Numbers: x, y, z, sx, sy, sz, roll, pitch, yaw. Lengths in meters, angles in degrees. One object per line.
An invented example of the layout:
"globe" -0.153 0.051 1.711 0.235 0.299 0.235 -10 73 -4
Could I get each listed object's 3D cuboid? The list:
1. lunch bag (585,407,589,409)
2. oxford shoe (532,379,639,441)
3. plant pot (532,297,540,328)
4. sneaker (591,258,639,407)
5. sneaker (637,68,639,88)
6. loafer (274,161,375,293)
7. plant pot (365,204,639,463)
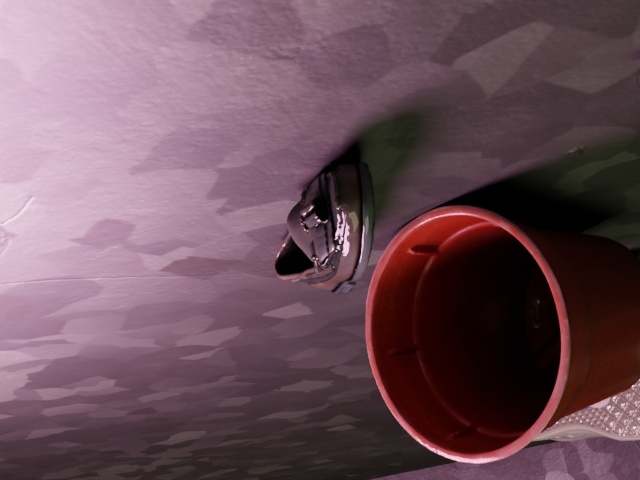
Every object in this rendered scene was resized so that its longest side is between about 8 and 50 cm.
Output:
"lunch bag" 0.340 0.238 1.781 0.303 0.115 0.243 -3 161 -2
"oxford shoe" 0.584 0.338 2.134 0.130 0.169 0.449 11 159 -39
"plant pot" 0.298 0.086 1.430 0.083 0.083 0.079 -18 171 22
"sneaker" 0.427 0.113 1.498 0.121 0.108 0.302 -46 153 -33
"sneaker" 0.341 -0.127 0.875 0.170 0.051 0.089 -10 156 -8
"loafer" 0.000 0.000 1.018 0.084 0.096 0.267 -2 162 -5
"plant pot" 0.240 0.094 1.177 0.265 0.273 0.272 -2 161 -44
